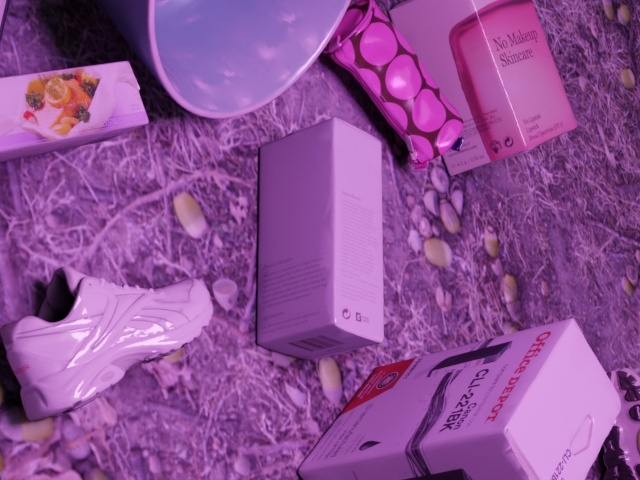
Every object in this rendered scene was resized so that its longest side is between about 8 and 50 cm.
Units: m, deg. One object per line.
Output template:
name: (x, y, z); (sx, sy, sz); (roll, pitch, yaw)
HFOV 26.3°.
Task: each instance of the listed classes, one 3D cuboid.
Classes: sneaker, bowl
sneaker: (-0.188, 0.066, 1.229); (0.232, 0.090, 0.115); (-31, 96, -51)
sneaker: (0.442, 0.311, 1.848); (0.118, 0.107, 0.279); (14, 68, -56)
bowl: (-0.108, -0.291, 1.338); (0.311, 0.163, 0.311); (-37, 143, -35)

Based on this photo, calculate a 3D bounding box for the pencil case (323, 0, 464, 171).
pencil case: (0.085, -0.184, 1.635); (0.209, 0.095, 0.098); (49, 61, -22)

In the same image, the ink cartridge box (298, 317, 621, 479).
ink cartridge box: (0.144, 0.202, 1.410); (0.114, 0.273, 0.197); (59, 41, -15)

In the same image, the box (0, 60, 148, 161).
box: (-0.282, -0.098, 1.143); (0.324, 0.067, 0.063); (-18, 89, -50)

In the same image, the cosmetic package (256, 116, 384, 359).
cosmetic package: (0.000, 0.000, 1.445); (0.085, 0.117, 0.231); (23, 61, -43)

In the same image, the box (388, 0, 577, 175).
box: (0.211, -0.220, 1.759); (0.148, 0.127, 0.232); (-25, 96, -50)

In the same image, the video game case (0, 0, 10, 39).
video game case: (-0.385, -0.174, 1.132); (0.248, 0.035, 0.275); (30, 55, -39)
